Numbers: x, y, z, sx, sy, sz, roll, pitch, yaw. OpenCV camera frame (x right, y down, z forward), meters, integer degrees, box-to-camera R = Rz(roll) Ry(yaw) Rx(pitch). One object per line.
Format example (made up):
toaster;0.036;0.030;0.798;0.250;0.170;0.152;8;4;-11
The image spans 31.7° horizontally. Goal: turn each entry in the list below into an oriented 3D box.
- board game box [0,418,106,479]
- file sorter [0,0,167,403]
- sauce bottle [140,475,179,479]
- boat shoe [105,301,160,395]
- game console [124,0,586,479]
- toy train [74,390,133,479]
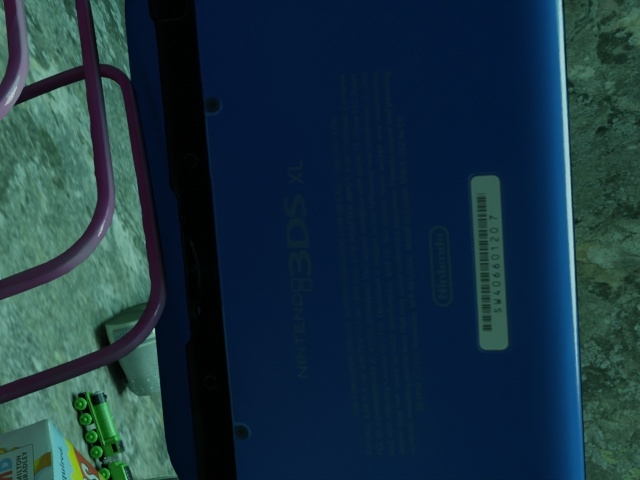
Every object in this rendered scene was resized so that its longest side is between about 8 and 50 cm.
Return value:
board game box;-0.109;0.220;0.473;0.275;0.142;0.144;63;9;-48
file sorter;-0.199;-0.074;0.441;0.291;0.182;0.202;62;9;-51
sauce bottle;-0.067;0.316;0.675;0.111;0.111;0.345;55;17;-68
boat shoe;-0.134;0.094;1.027;0.227;0.079;0.081;-24;103;-79
game console;0.000;0.000;0.560;0.173;0.250;0.293;-34;121;-74
toy train;-0.158;0.149;0.828;0.017;0.023;0.083;21;50;-82
